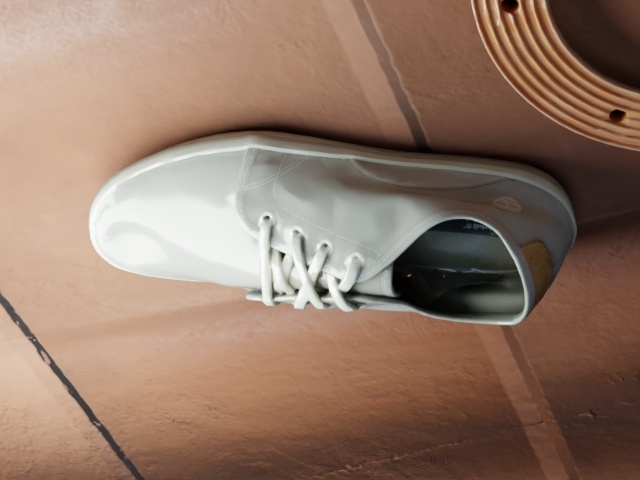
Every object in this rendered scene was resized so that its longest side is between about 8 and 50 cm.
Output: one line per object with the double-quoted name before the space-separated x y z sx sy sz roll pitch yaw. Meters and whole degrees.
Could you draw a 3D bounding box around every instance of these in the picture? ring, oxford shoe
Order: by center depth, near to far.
"ring" 0.282 -0.203 1.008 0.337 0.032 0.336 6 133 7
"oxford shoe" 0.000 0.000 1.192 0.450 0.130 0.169 3 135 11
